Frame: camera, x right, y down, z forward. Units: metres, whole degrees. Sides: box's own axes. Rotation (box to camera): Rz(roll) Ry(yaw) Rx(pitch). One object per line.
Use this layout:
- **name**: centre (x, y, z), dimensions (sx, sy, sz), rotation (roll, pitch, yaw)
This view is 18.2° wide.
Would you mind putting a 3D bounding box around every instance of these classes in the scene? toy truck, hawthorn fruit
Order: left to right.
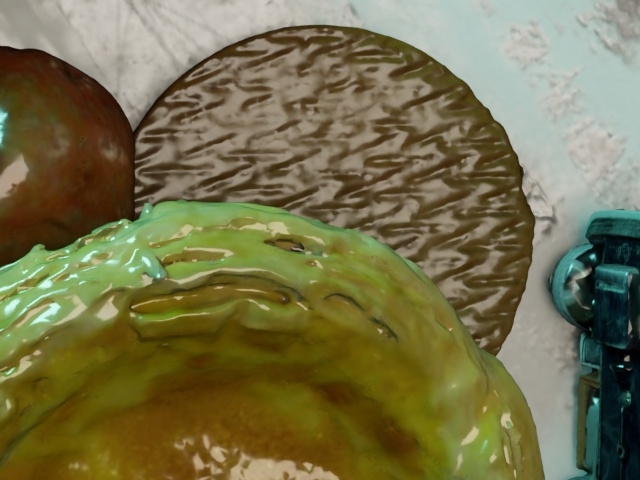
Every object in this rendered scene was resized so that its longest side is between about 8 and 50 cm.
- **hawthorn fruit**: centre (-0.179, -0.047, 1.078), dimensions (0.149, 0.149, 0.189), rotation (-46, 143, -9)
- **toy truck**: centre (0.236, 0.135, 1.203), dimensions (0.162, 0.136, 0.305), rotation (0, 94, -21)

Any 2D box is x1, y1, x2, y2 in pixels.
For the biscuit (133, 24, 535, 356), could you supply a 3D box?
- **biscuit**: centre (0.000, 0.000, 1.187), dimensions (0.262, 0.037, 0.262), rotation (0, 91, -15)

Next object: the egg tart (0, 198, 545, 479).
- **egg tart**: centre (-0.072, 0.151, 1.084), dimensions (0.387, 0.169, 0.388), rotation (-3, 106, -10)
